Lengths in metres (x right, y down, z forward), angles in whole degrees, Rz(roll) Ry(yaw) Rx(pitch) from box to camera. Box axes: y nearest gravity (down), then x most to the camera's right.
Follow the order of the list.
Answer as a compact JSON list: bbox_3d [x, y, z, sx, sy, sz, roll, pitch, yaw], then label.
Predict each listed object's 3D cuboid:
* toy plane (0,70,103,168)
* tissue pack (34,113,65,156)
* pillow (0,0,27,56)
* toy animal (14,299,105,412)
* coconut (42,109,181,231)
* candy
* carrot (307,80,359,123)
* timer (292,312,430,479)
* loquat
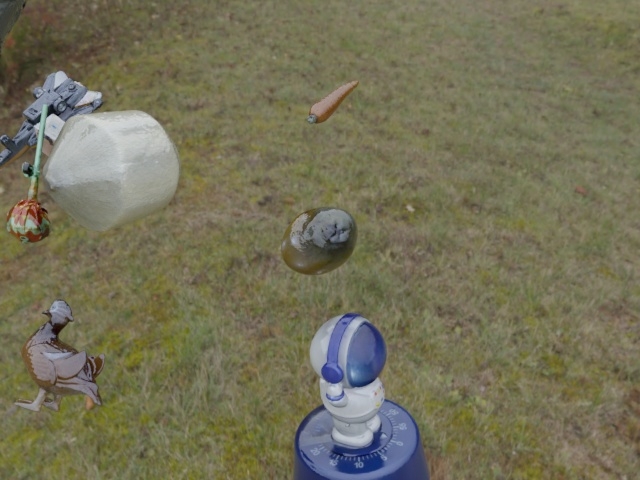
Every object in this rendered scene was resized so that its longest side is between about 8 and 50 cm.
[{"bbox_3d":[-0.723,-0.301,1.678,0.204,0.103,0.316,30,62,22],"label":"toy plane"},{"bbox_3d":[-0.582,-0.221,1.458,0.074,0.094,0.058,35,60,6],"label":"tissue pack"},{"bbox_3d":[-0.704,-0.441,1.373,0.093,0.335,0.161,31,17,-6],"label":"pillow"},{"bbox_3d":[-0.419,0.199,1.091,0.188,0.089,0.179,17,85,21],"label":"toy animal"},{"bbox_3d":[-0.426,-0.143,1.319,0.237,0.237,0.266,25,32,25],"label":"coconut"},{"bbox_3d":[-0.576,-0.135,1.338,0.084,0.078,0.287,7,86,13],"label":"candy"},{"bbox_3d":[0.046,-0.485,2.265,0.069,0.069,0.336,21,46,22],"label":"carrot"},{"bbox_3d":[0.062,0.314,1.232,0.271,0.383,0.270,-5,25,3],"label":"timer"},{"bbox_3d":[0.000,0.000,1.721,0.227,0.179,0.179,-29,32,35],"label":"loquat"}]
